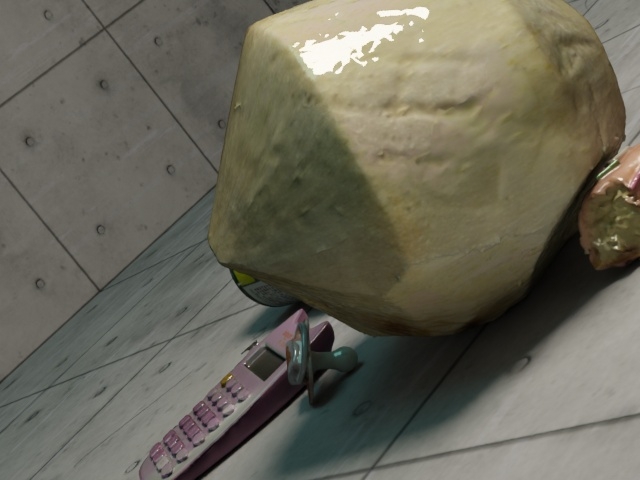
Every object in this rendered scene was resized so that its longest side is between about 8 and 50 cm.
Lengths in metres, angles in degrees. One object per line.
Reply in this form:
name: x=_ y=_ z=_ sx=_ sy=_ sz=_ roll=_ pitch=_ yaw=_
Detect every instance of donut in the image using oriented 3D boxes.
donut: x=0.325 y=-0.052 z=1.150 sx=0.199 sy=0.085 sz=0.233 roll=-39 pitch=13 yaw=-14

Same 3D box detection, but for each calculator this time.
calculator: x=-0.103 y=0.198 z=1.604 sx=0.294 sy=0.043 sz=0.194 roll=-43 pitch=12 yaw=-8

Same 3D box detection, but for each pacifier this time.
pacifier: x=0.002 y=0.127 z=1.483 sx=0.078 sy=0.081 sz=0.099 roll=-1 pitch=46 yaw=-4

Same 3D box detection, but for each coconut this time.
coconut: x=0.080 y=-0.072 z=1.333 sx=0.415 sy=0.344 sz=0.415 roll=-22 pitch=-33 yaw=-15

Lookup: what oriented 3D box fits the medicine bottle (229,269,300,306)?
medicine bottle: x=0.000 y=0.000 z=1.809 sx=0.141 sy=0.141 sz=0.293 roll=-44 pitch=13 yaw=-31
